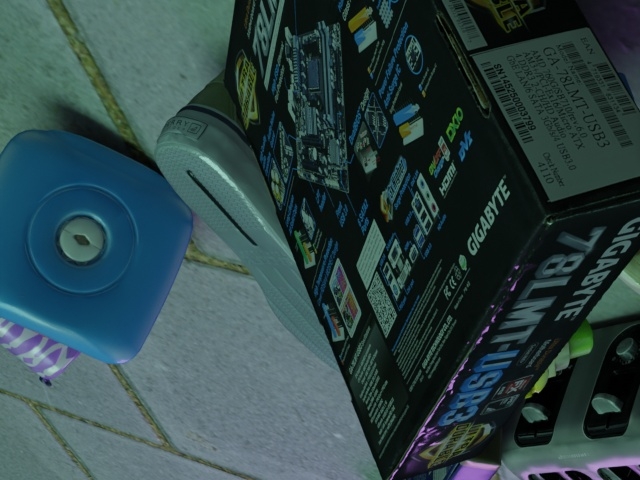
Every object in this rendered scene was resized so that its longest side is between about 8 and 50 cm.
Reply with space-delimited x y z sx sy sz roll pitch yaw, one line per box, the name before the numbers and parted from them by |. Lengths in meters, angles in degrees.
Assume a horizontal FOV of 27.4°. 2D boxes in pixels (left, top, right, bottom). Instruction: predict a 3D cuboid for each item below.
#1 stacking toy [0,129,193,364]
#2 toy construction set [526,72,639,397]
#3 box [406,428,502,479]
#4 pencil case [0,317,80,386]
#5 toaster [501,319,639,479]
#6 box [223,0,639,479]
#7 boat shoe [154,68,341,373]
stacking toy | -0.244 0.016 1.204 0.175 0.166 0.302 26 165 -15
toy construction set | 0.133 0.014 0.763 0.327 0.151 0.215 -12 90 60
box | 0.108 0.153 1.076 0.036 0.136 0.225 9 152 -6
pencil case | -0.340 0.062 1.420 0.206 0.086 0.088 47 175 -26
toaster | 0.247 0.152 0.971 0.185 0.110 0.168 41 151 -19
box | 0.037 -0.062 0.678 0.295 0.073 0.293 108 145 -57
boat shoe | 0.000 0.000 0.975 0.109 0.094 0.302 7 143 47
